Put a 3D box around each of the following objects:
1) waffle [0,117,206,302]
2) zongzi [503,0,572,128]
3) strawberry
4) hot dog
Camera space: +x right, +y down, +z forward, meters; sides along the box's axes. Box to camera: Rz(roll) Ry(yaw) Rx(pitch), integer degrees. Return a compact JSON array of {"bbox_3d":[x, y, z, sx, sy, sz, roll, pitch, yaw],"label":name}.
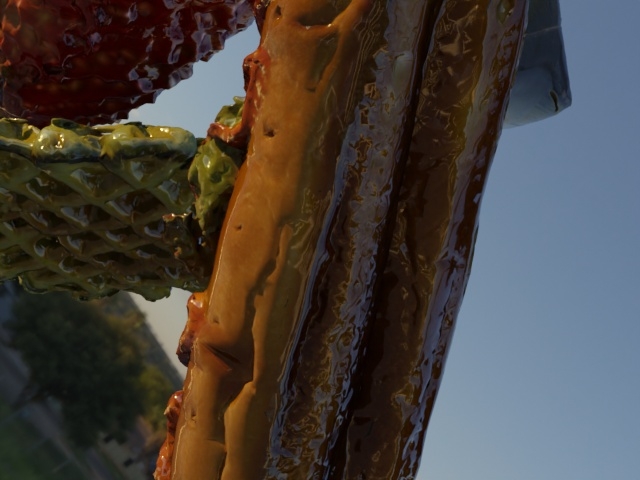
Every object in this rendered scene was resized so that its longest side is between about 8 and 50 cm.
[{"bbox_3d":[-0.179,-0.019,0.857,0.317,0.297,0.073,129,-37,-60],"label":"waffle"},{"bbox_3d":[0.185,-0.292,1.131,0.145,0.274,0.300,-1,-93,37],"label":"zongzi"},{"bbox_3d":[-0.193,-0.234,0.863,0.292,0.343,0.292,32,2,-1],"label":"strawberry"},{"bbox_3d":[0.000,0.000,0.481,0.117,0.158,0.349,21,-72,35],"label":"hot dog"}]
